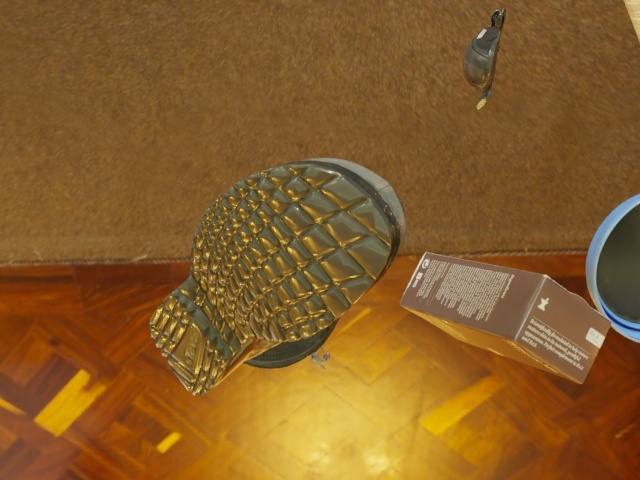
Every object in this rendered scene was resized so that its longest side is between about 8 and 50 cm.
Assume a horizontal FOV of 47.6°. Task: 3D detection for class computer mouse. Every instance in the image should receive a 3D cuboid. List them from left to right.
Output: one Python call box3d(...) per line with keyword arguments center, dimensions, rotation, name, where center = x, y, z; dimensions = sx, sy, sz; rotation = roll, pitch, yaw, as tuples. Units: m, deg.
box3d(center=(0.313, -0.336, 1.434), dimensions=(0.060, 0.262, 0.184), rotation=(12, 129, 12), name="computer mouse")

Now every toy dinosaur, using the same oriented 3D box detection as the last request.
box3d(center=(-0.016, 0.218, 1.455), dimensions=(0.090, 0.047, 0.082), rotation=(23, 158, 30), name="toy dinosaur")

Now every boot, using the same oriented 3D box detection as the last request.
box3d(center=(0.000, 0.000, 0.612), dimensions=(0.118, 0.223, 0.338), rotation=(58, 142, 2), name="boot")

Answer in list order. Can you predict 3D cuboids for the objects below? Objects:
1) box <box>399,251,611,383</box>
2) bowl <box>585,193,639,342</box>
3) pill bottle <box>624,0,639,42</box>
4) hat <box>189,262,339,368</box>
box3d(center=(0.347, 0.141, 1.427), dimensions=(0.191, 0.381, 0.143), rotation=(32, 80, -23), name="box")
box3d(center=(0.832, 0.058, 1.763), dimensions=(0.391, 0.077, 0.391), rotation=(-2, 105, -7), name="bowl")
box3d(center=(0.747, -0.567, 1.596), dimensions=(0.160, 0.160, 0.283), rotation=(-27, 116, 16), name="pill bottle")
box3d(center=(-0.096, 0.056, 1.309), dimensions=(0.331, 0.134, 0.331), rotation=(-1, 93, -24), name="hat")
